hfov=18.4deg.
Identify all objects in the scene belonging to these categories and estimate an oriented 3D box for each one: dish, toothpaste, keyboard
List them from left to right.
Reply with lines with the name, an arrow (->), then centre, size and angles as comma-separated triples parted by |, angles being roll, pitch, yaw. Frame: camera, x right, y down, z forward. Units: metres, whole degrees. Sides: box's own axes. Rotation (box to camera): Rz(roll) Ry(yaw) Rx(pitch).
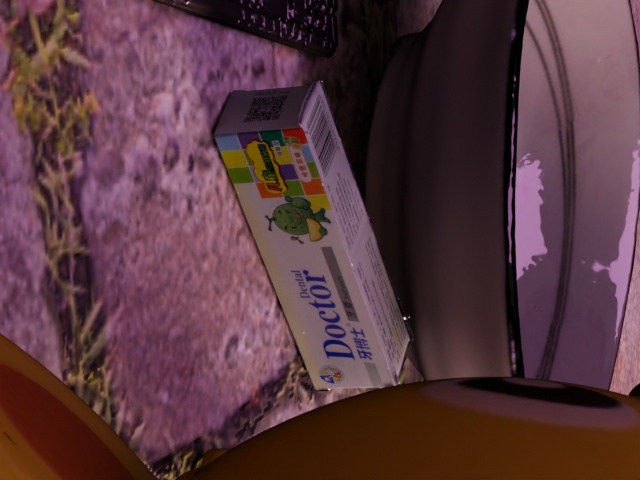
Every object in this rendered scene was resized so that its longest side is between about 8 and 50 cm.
keyboard -> -0.033, -0.122, 0.867 | 0.204, 0.013, 0.061 | 6, 84, -68
toothpaste -> 0.000, 0.000, 0.898 | 0.034, 0.046, 0.164 | -71, 150, -44
dish -> 0.089, -0.022, 1.039 | 0.316, 0.106, 0.317 | 2, 90, -70

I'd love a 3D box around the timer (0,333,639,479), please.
timer -> 0.034, 0.179, 0.656 | 0.387, 0.376, 0.376 | 50, 4, 29
